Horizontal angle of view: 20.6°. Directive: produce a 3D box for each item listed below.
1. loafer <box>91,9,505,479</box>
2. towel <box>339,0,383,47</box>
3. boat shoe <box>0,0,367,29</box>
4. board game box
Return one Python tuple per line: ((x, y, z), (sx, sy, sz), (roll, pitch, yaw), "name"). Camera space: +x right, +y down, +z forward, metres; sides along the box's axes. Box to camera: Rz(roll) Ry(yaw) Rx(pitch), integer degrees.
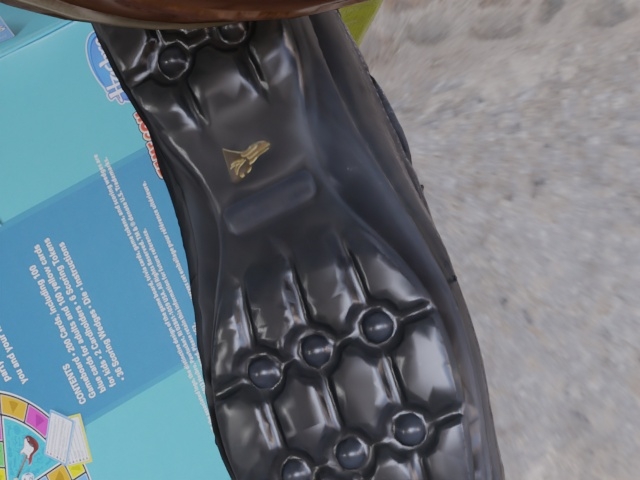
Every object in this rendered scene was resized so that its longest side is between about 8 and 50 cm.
((0.000, 0.000, 0.477), (0.076, 0.078, 0.223), (-24, 80, 17), "loafer")
((0.007, -0.160, 1.335), (0.102, 0.237, 0.021), (-23, 70, -31), "towel")
((-0.021, -0.091, 0.235), (0.116, 0.324, 0.123), (18, 94, 26), "boat shoe")
((-0.195, 0.061, 0.793), (0.336, 0.079, 0.253), (-30, 119, -18), "board game box")
